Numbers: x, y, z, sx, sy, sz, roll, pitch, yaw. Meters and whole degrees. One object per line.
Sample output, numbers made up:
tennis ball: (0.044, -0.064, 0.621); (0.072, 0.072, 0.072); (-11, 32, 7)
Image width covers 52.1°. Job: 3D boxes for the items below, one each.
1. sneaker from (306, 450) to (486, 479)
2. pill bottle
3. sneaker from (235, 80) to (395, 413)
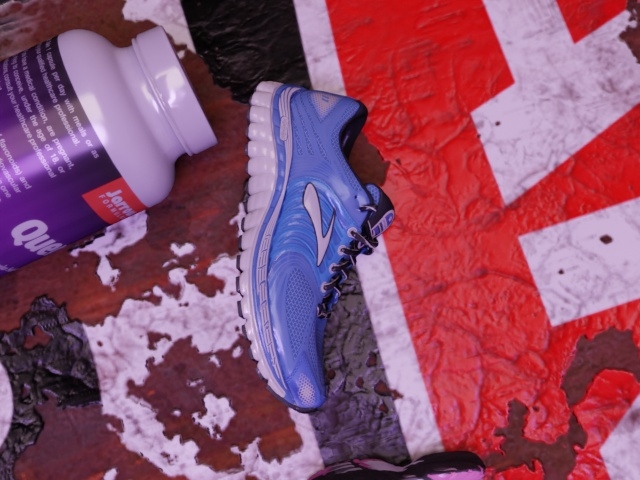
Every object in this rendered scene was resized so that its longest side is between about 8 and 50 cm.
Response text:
sneaker: (0.072, 0.256, 0.624); (0.178, 0.072, 0.077); (-6, 91, 6)
pill bottle: (-0.271, -0.082, 0.630); (0.323, 0.181, 0.181); (-25, 81, -3)
sneaker: (0.000, 0.000, 0.638); (0.147, 0.130, 0.330); (1, 80, 4)
